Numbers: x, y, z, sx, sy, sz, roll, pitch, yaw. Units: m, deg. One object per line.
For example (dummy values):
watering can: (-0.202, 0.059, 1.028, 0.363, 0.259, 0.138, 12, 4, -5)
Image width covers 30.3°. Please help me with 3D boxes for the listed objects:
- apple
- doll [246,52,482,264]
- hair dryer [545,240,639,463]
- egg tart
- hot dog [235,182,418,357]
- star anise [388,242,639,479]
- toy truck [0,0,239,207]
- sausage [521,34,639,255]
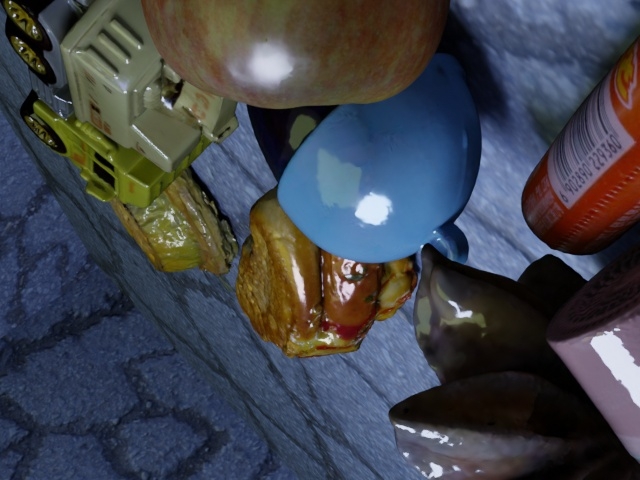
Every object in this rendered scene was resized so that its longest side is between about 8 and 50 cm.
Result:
apple: (-0.013, -0.168, 0.695, 0.188, 0.188, 0.174, 30, 122, 54)
doll: (0.016, -0.108, 0.858, 0.314, 0.141, 0.177, 60, 138, 19)
hair dryer: (0.278, 0.081, 0.574, 0.210, 0.125, 0.352, 53, 158, -4)
egg tart: (-0.244, -0.052, 1.803, 0.288, 0.118, 0.288, 52, 168, 16)
hot dog: (0.005, 0.036, 1.185, 0.153, 0.150, 0.257, 51, 157, 15)
star anise: (0.161, 0.143, 0.757, 0.108, 0.315, 0.315, -26, 104, 35)
toy truck: (-0.202, -0.178, 1.273, 0.254, 0.180, 0.405, 44, 161, 5)
sausage: (0.169, -0.045, 0.666, 0.074, 0.074, 0.274, 50, 164, 9)
